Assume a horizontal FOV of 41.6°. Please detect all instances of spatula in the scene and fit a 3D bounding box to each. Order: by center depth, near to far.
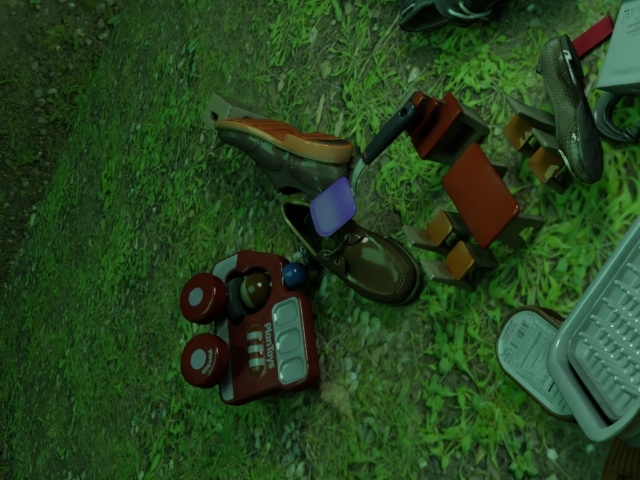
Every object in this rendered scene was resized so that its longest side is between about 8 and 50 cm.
[{"bbox_3d":[0.065,-0.109,1.308,0.296,0.030,0.084,-52,43,45],"label":"spatula"}]

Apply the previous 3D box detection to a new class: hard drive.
[{"bbox_3d":[0.411,-0.326,0.976,0.203,0.040,0.307,-90,15,-82],"label":"hard drive"}]

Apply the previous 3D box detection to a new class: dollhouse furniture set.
[{"bbox_3d":[0.208,-0.101,1.220,0.262,0.135,0.259,-53,40,29],"label":"dollhouse furniture set"}]

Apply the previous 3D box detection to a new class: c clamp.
[{"bbox_3d":[0.415,-0.184,1.060,0.160,0.022,0.137,-52,40,31],"label":"c clamp"}]

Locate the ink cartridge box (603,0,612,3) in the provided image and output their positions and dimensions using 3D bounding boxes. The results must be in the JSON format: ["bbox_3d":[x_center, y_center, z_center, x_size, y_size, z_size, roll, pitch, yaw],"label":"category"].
[{"bbox_3d":[0.386,-0.418,1.022,0.171,0.056,0.235,-89,16,-79],"label":"ink cartridge box"}]

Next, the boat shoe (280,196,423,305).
[{"bbox_3d":[0.038,0.017,1.420,0.307,0.104,0.110,32,98,45],"label":"boat shoe"}]

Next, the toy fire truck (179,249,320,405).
[{"bbox_3d":[-0.117,0.155,1.577,0.254,0.169,0.302,-23,59,29],"label":"toy fire truck"}]

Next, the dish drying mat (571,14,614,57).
[{"bbox_3d":[0.371,-0.277,1.171,0.083,0.008,0.032,-37,50,43],"label":"dish drying mat"}]

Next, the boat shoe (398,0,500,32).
[{"bbox_3d":[0.236,-0.394,1.333,0.335,0.121,0.119,-172,87,-66],"label":"boat shoe"}]

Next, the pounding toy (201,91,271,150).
[{"bbox_3d":[-0.191,-0.248,1.844,0.141,0.130,0.100,42,112,52],"label":"pounding toy"}]

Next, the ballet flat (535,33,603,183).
[{"bbox_3d":[0.322,-0.172,1.110,0.058,0.084,0.250,-21,51,28],"label":"ballet flat"}]

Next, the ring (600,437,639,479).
[{"bbox_3d":[0.385,0.159,0.788,0.336,0.032,0.336,-47,4,4],"label":"ring"}]

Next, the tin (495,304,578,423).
[{"bbox_3d":[0.297,0.157,1.087,0.190,0.040,0.106,44,118,52],"label":"tin"}]

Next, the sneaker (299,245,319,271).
[{"bbox_3d":[0.000,0.000,1.563,0.057,0.047,0.119,6,83,44],"label":"sneaker"}]

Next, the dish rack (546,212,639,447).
[{"bbox_3d":[0.374,0.050,0.879,0.333,0.072,0.285,-58,4,12],"label":"dish rack"}]

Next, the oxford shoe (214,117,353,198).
[{"bbox_3d":[-0.092,-0.161,1.647,0.364,0.130,0.132,24,113,45],"label":"oxford shoe"}]
